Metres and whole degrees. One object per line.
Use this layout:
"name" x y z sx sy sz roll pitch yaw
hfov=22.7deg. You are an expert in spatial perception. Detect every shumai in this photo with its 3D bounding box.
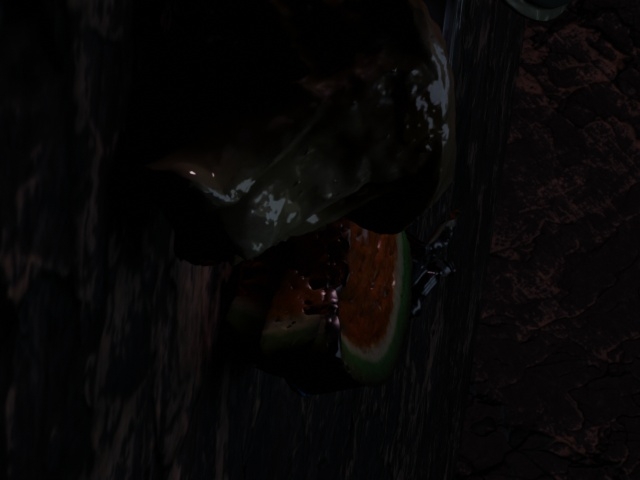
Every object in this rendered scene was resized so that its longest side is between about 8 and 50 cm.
"shumai" -0.022 -0.046 0.627 0.116 0.145 0.145 -32 141 -28

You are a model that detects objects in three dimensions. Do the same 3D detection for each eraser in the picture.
"eraser" 0.110 -0.211 1.504 0.065 0.026 0.105 -15 112 -77

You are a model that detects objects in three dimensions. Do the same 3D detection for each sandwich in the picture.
"sandwich" -0.005 0.011 0.867 0.235 0.079 0.159 -74 157 -59

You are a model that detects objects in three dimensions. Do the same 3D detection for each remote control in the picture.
"remote control" 0.134 -0.206 1.664 0.077 0.022 0.245 -37 133 -75

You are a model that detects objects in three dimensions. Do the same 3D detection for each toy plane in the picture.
"toy plane" 0.078 0.042 1.394 0.135 0.062 0.188 -48 161 -20

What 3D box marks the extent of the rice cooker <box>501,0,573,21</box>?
"rice cooker" 0.244 -0.346 1.439 0.316 0.317 0.264 -24 101 -79
